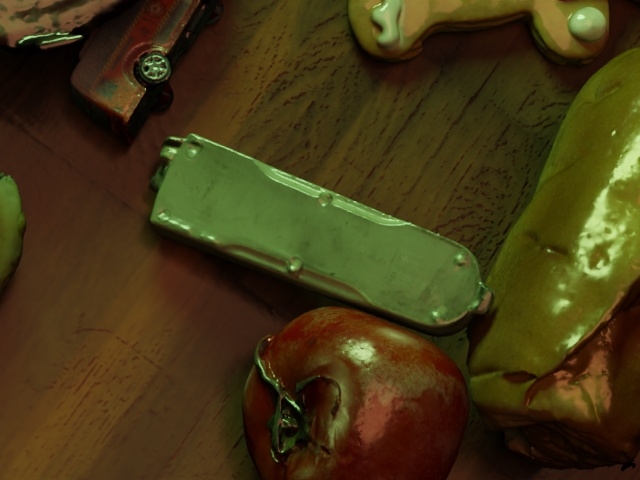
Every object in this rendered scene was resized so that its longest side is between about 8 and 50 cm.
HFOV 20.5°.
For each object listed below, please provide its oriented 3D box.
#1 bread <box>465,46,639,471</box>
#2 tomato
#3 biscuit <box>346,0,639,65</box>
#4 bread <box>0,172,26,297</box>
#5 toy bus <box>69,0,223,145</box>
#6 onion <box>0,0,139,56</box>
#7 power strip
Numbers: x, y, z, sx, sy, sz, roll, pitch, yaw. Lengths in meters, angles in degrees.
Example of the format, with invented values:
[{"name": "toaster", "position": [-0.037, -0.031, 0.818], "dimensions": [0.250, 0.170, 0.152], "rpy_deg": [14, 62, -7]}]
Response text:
[{"name": "bread", "position": [0.225, 0.009, 1.378], "dimensions": [0.148, 0.195, 0.344], "rpy_deg": [33, 71, -9]}, {"name": "tomato", "position": [0.024, 0.139, 1.329], "dimensions": [0.151, 0.187, 0.187], "rpy_deg": [9, 74, -45]}, {"name": "biscuit", "position": [0.186, -0.256, 1.498], "dimensions": [0.339, 0.047, 0.216], "rpy_deg": [0, 80, -12]}, {"name": "bread", "position": [-0.277, 0.017, 1.320], "dimensions": [0.094, 0.083, 0.157], "rpy_deg": [39, 74, -5]}, {"name": "toy bus", "position": [-0.129, -0.173, 1.405], "dimensions": [0.077, 0.065, 0.192], "rpy_deg": [28, 74, 6]}, {"name": "onion", "position": [-0.224, -0.300, 1.367], "dimensions": [0.280, 0.146, 0.314], "rpy_deg": [-28, 92, -20]}, {"name": "power strip", "position": [0.000, -0.001, 1.360], "dimensions": [0.285, 0.048, 0.080], "rpy_deg": [21, 80, 13]}]
